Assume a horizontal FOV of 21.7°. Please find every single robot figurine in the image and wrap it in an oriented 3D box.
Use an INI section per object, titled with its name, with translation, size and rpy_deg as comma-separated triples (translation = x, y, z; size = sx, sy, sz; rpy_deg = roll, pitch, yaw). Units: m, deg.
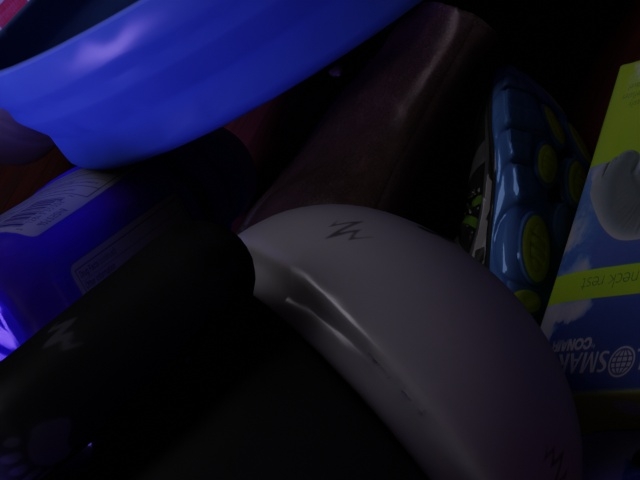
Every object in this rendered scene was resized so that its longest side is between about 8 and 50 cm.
[robot figurine]
translation = -0.038, 0.108, 0.593
size = 0.278, 0.173, 0.209
rpy_deg = -40, -5, -13

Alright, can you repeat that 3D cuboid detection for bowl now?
[bowl]
translation = -0.003, -0.177, 0.880
size = 0.391, 0.077, 0.391
rpy_deg = -33, 19, 13

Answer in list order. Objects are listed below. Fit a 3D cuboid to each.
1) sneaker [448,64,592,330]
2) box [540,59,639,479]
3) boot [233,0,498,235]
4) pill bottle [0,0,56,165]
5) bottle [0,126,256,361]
[sneaker]
translation = 0.074, 0.001, 0.734
size = 0.078, 0.067, 0.188
rpy_deg = -22, 49, 40
[box]
translation = 0.142, 0.006, 0.647
size = 0.109, 0.042, 0.178
rpy_deg = -12, 53, 55
[boot]
translation = 0.000, 0.000, 0.813
size = 0.207, 0.090, 0.248
rpy_deg = -61, 9, -12
[pill bottle]
translation = -0.167, -0.181, 1.195
size = 0.278, 0.162, 0.162
rpy_deg = -38, 35, 34
[bottle]
translation = -0.119, 0.007, 0.894
size = 0.118, 0.092, 0.283
rpy_deg = -23, 10, 28
